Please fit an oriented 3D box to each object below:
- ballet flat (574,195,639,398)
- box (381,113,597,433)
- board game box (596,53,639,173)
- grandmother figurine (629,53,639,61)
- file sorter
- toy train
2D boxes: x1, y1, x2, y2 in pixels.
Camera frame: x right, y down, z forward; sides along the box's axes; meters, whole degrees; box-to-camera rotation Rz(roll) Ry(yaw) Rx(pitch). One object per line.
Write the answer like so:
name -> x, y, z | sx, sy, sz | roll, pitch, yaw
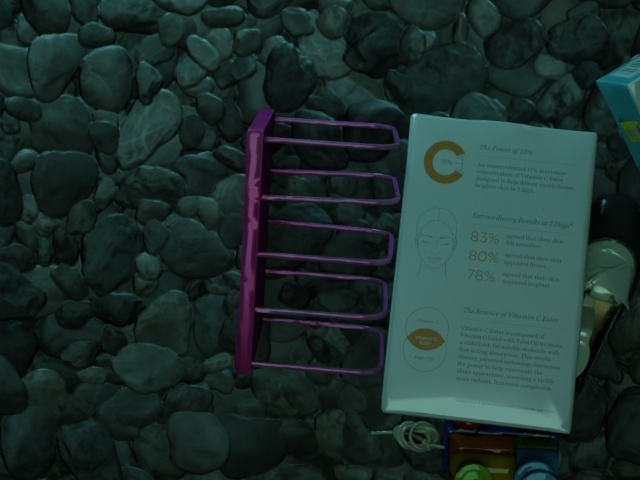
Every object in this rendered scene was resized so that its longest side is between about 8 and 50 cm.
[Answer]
ballet flat -> 0.343, 0.083, 1.493 | 0.095, 0.096, 0.280 | 16, 103, 1
box -> 0.194, 0.043, 1.406 | 0.215, 0.168, 0.345 | 6, 83, 4
board game box -> 0.502, -0.098, 1.358 | 0.254, 0.079, 0.336 | -32, 107, -6
grandmother figurine -> 0.476, -0.201, 1.417 | 0.208, 0.104, 0.342 | -1, 100, 14
file sorter -> 0.000, 0.000, 1.453 | 0.182, 0.202, 0.290 | 4, 103, 1
toy train -> 0.186, 0.287, 1.528 | 0.248, 0.143, 0.105 | 3, 103, 4
